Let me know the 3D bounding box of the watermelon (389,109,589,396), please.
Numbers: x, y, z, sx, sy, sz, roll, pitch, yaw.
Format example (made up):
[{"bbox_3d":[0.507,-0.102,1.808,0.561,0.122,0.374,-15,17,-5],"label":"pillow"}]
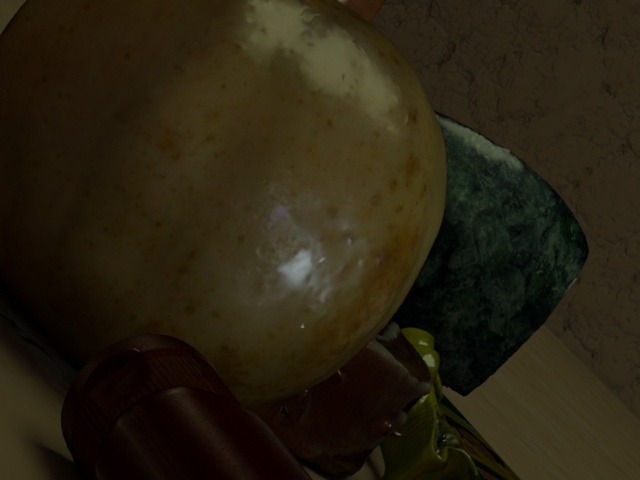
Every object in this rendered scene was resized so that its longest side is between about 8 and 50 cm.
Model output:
[{"bbox_3d":[0.026,0.006,1.346,0.318,0.148,0.226,22,-26,10],"label":"watermelon"}]

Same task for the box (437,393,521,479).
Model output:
[{"bbox_3d":[0.079,0.133,1.166,0.132,0.034,0.235,37,8,-48],"label":"box"}]

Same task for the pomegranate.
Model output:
[{"bbox_3d":[-0.047,-0.028,0.769,0.207,0.207,0.207,42,6,-6],"label":"pomegranate"}]

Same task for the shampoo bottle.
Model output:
[{"bbox_3d":[-0.009,0.114,0.554,0.102,0.064,0.260,53,-6,-37],"label":"shampoo bottle"}]

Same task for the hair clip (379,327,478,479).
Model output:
[{"bbox_3d":[0.047,0.104,1.054,0.046,0.072,0.173,43,15,-23],"label":"hair clip"}]

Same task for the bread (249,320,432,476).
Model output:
[{"bbox_3d":[-0.014,0.051,0.969,0.160,0.073,0.160,43,6,-6],"label":"bread"}]
